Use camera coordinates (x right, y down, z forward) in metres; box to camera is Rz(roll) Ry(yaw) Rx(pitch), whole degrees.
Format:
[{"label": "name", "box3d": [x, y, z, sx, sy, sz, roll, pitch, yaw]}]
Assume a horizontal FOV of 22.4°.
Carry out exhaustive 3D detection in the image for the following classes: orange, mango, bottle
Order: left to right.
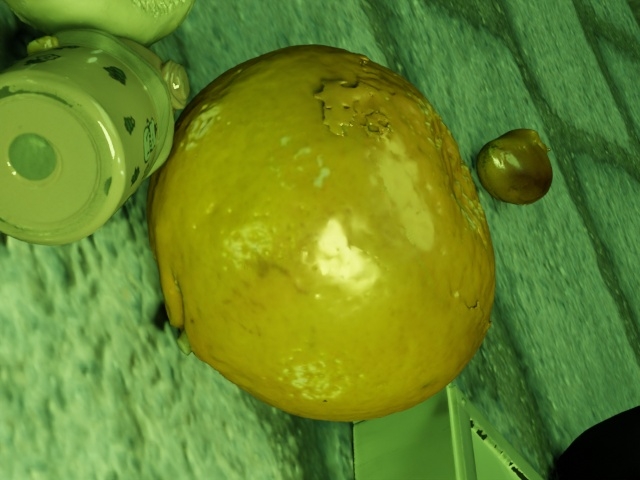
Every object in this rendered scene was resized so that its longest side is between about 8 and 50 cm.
[{"label": "bottle", "box3d": [-0.125, -0.062, 0.842, 0.099, 0.099, 0.152, 59, 20, -13]}, {"label": "orange", "box3d": [0.001, -0.002, 0.930, 0.219, 0.193, 0.219, 166, -90, -89]}, {"label": "mango", "box3d": [0.193, -0.073, 1.620, 0.127, 0.063, 0.077, -4, 75, -61]}]

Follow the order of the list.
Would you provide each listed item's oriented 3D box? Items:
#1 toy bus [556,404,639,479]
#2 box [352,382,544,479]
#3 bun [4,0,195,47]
[{"label": "toy bus", "box3d": [0.260, 0.253, 1.330, 0.147, 0.128, 0.303, 67, 19, -7]}, {"label": "box", "box3d": [0.117, 0.214, 1.097, 0.225, 0.086, 0.129, 46, 27, -36]}, {"label": "bun", "box3d": [-0.146, -0.190, 0.925, 0.183, 0.102, 0.183, 21, 65, -52]}]
